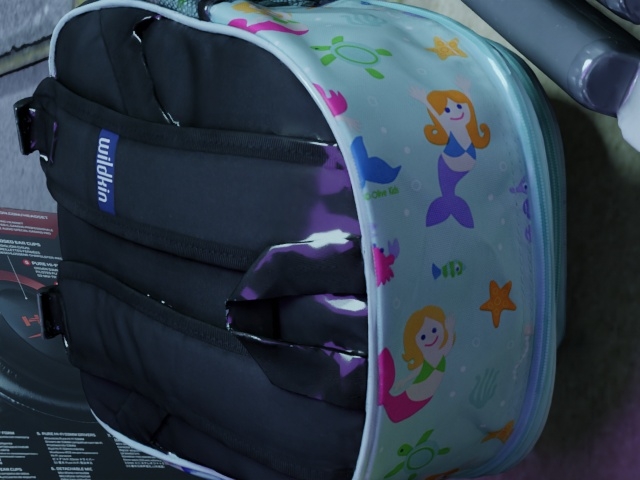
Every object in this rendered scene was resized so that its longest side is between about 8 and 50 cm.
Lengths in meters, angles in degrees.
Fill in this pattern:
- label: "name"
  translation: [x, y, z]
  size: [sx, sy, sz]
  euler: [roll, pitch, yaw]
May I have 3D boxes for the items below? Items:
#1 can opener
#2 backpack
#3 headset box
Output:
- label: "can opener"
  translation: [0.133, -0.080, 0.696]
  size: [0.280, 0.093, 0.074]
  euler: [49, 122, 55]
- label: "backpack"
  translation: [0.000, 0.000, 0.754]
  size: [0.253, 0.191, 0.225]
  euler: [20, 116, 60]
- label: "headset box"
  translation: [-0.211, 0.088, 1.013]
  size: [0.110, 0.218, 0.293]
  euler: [-59, 44, 30]
